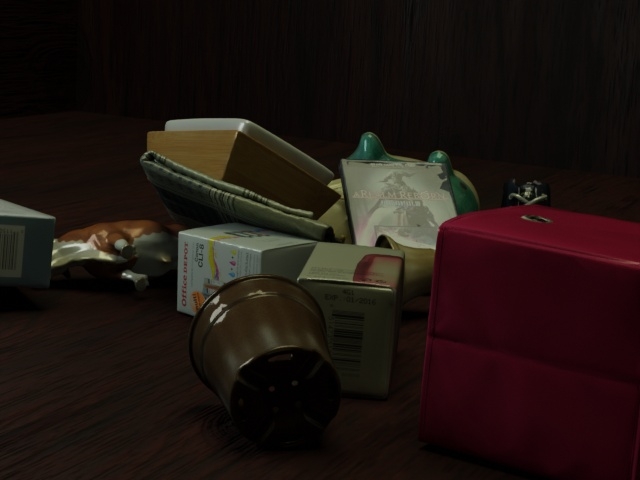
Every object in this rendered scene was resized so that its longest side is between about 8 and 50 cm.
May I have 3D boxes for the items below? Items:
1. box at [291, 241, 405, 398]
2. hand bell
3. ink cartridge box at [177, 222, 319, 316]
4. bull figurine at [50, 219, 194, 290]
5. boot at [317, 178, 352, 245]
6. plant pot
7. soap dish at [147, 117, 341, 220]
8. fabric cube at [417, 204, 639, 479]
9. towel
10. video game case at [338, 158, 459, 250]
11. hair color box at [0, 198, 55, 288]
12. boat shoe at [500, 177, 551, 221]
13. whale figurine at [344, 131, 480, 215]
[{"bbox_3d":[0.039,0.099,1.772,0.127,0.148,0.232,5,12,6],"label":"box"},{"bbox_3d":[0.214,0.039,2.103,0.242,0.126,0.126,-7,14,-15],"label":"hand bell"},{"bbox_3d":[-0.109,0.053,2.002,0.176,0.128,0.127,12,15,41],"label":"ink cartridge box"},{"bbox_3d":[-0.299,0.024,2.167,0.310,0.101,0.188,-6,18,-37],"label":"bull figurine"},{"bbox_3d":[0.000,0.000,2.369,0.262,0.095,0.203,-23,39,-21],"label":"boot"},{"bbox_3d":[-0.056,0.143,1.533,0.167,0.167,0.165,1,19,-14],"label":"plant pot"},{"bbox_3d":[-0.140,-0.107,2.273,0.229,0.118,0.291,30,-15,-34],"label":"soap dish"},{"bbox_3d":[0.290,0.110,1.518,0.258,0.259,0.254,12,13,35],"label":"fabric cube"},{"bbox_3d":[-0.111,-0.036,2.148,0.324,0.056,0.312,22,-13,10],"label":"towel"},{"bbox_3d":[0.144,-0.027,2.308,0.196,0.026,0.274,1,53,-14],"label":"video game case"},{"bbox_3d":[-0.559,-0.007,2.100,0.185,0.113,0.374,4,5,-29],"label":"hair color box"},{"bbox_3d":[0.359,-0.021,2.431,0.127,0.158,0.340,4,11,2],"label":"boat shoe"},{"bbox_3d":[0.158,-0.075,2.474,0.272,0.216,0.141,38,32,-5],"label":"whale figurine"}]
